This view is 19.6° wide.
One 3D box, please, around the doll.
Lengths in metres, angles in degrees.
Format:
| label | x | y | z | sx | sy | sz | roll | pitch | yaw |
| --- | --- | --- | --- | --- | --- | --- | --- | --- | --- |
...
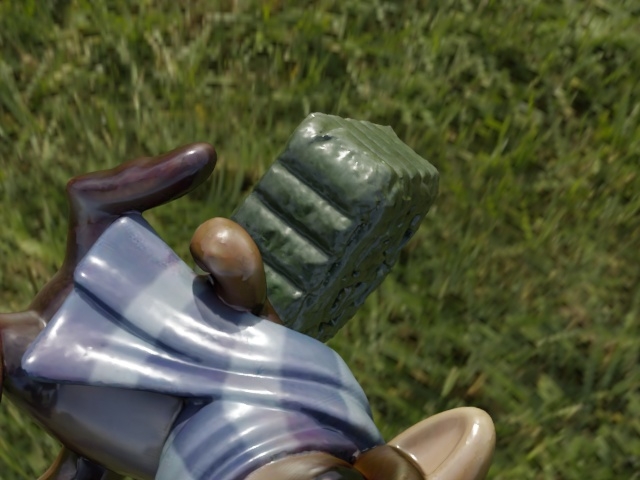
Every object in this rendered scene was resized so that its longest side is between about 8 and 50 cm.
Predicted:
| label | x | y | z | sx | sy | sz | roll | pitch | yaw |
| --- | --- | --- | --- | --- | --- | --- | --- | --- | --- |
| doll | -0.073 | 0.136 | 1.055 | 0.340 | 0.209 | 0.318 | 37 | 105 | 27 |

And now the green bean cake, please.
| label | x | y | z | sx | sy | sz | roll | pitch | yaw |
| --- | --- | --- | --- | --- | --- | --- | --- | --- | --- |
| green bean cake | 0.000 | 0.000 | 1.391 | 0.094 | 0.185 | 0.183 | 38 | 102 | 12 |
